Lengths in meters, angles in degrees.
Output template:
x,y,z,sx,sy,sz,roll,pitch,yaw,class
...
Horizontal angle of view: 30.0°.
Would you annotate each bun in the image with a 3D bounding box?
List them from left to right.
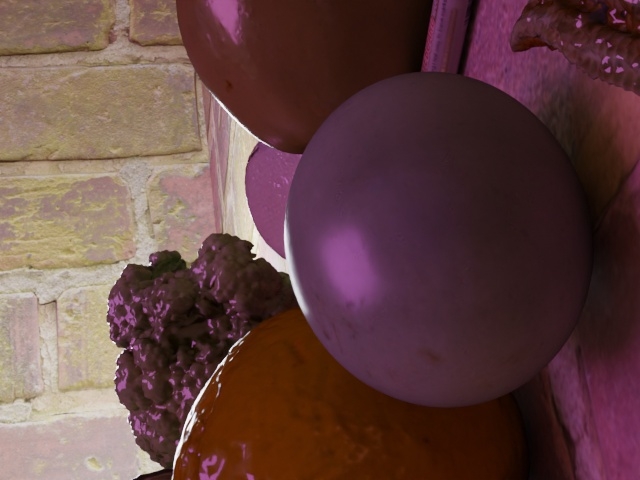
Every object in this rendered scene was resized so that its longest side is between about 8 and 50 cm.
x,y,z,sx,sy,sz,roll,pitch,yaw,class
0.001,-0.047,1.129,0.138,0.094,0.138,20,120,39,bun

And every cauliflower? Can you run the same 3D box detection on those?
x,y,z,sx,sy,sz,roll,pitch,yaw,class
-0.132,0.123,1.395,0.327,0.260,0.281,-59,21,23,cauliflower

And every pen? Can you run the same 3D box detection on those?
x,y,z,sx,sy,sz,roll,pitch,yaw,class
0.078,-0.102,0.807,0.239,0.028,0.028,97,166,-48,pen

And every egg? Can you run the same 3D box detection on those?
x,y,z,sx,sy,sz,roll,pitch,yaw,class
0.056,-0.005,0.592,0.192,0.149,0.149,-100,11,-49,egg

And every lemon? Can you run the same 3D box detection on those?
x,y,z,sx,sy,sz,roll,pitch,yaw,class
0.018,0.135,0.701,0.260,0.204,0.204,-41,-42,-55,lemon

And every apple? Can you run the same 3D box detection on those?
x,y,z,sx,sy,sz,roll,pitch,yaw,class
-0.009,-0.162,0.852,0.200,0.200,0.200,176,90,-81,apple

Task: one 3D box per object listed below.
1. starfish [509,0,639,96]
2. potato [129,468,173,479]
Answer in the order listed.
x,y,z,sx,sy,sz,roll,pitch,yaw,class
0.128,-0.058,0.346,0.347,0.078,0.358,-122,29,-70,starfish
-0.065,0.459,1.116,0.319,0.385,0.442,8,115,45,potato
